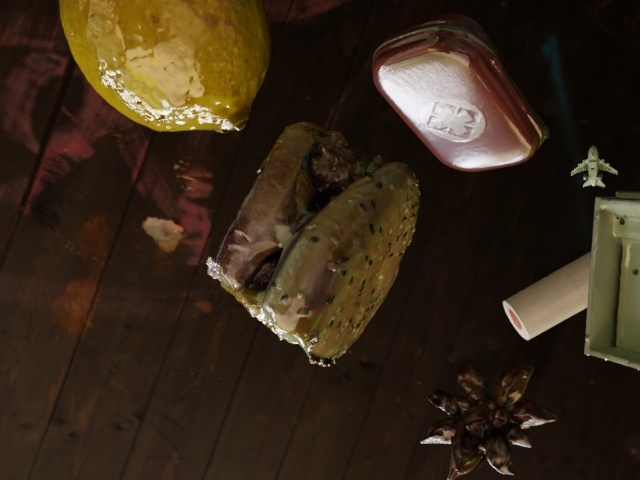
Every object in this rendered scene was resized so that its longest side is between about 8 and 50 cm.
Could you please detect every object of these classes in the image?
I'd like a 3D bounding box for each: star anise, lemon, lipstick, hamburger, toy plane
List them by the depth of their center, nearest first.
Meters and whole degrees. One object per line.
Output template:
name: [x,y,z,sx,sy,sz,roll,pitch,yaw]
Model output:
star anise: [0.192,0.207,0.825,0.168,0.168,0.057,-42,-55,-14]
lemon: [-0.192,-0.273,0.915,0.253,0.253,0.310,-39,-82,-15]
hamburger: [0.000,0.000,0.922,0.195,0.318,0.277,31,-91,17]
toy plane: [0.494,-0.131,1.274,0.033,0.080,0.083,-48,-47,-48]
lipstick: [0.506,0.071,1.323,0.326,0.087,0.087,-29,-69,-1]

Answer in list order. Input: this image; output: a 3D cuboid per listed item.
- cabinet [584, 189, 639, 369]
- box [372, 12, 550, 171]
cabinet: [0.346,0.032,0.569,0.206,0.145,0.150,1,-85,-27]
box: [0.283,-0.285,1.438,0.404,0.263,0.108,40,-123,-36]
